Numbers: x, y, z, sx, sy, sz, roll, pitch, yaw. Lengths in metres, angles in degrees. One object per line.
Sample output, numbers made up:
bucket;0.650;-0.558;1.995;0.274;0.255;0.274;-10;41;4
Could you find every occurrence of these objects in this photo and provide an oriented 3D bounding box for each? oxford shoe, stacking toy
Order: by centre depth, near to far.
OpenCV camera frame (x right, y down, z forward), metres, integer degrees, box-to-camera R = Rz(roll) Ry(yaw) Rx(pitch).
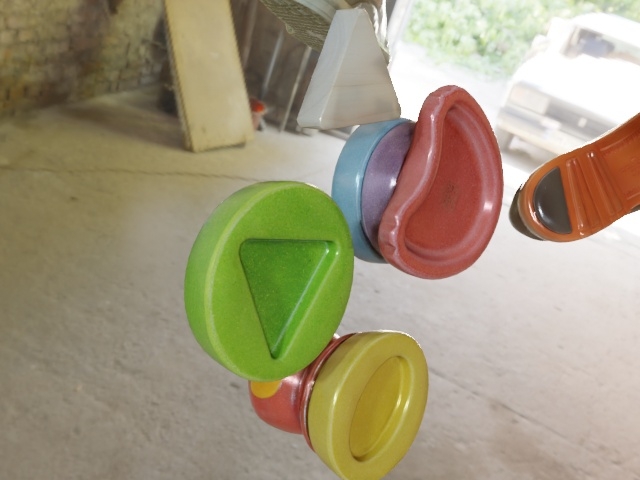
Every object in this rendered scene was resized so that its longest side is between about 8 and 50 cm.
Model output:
stacking toy;0.000;0.000;0.611;0.130;0.309;0.279;13;-20;42
oxford shoe;0.397;-0.100;0.968;0.364;0.130;0.133;-19;-2;-4
oxford shoe;0.028;-0.323;1.072;0.169;0.130;0.449;23;4;9
